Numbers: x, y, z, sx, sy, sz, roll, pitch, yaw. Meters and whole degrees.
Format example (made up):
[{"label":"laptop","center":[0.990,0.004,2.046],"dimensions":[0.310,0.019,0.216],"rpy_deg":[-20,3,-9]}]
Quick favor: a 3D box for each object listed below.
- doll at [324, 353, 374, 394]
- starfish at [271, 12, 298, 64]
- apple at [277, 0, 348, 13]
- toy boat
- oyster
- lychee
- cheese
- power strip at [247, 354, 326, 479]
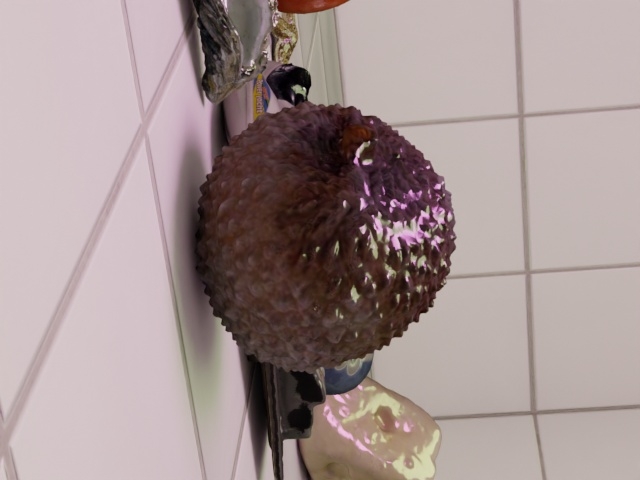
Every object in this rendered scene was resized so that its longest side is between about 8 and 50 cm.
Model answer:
[{"label":"doll","center":[0.006,0.108,2.120],"dimensions":[0.228,0.154,0.258],"rpy_deg":[32,38,-42]},{"label":"starfish","center":[-0.064,-0.344,2.304],"dimensions":[0.217,0.050,0.224],"rpy_deg":[29,51,-75]},{"label":"apple","center":[-0.028,-0.420,1.885],"dimensions":[0.218,0.201,0.218],"rpy_deg":[172,-90,-88]},{"label":"toy boat","center":[-0.059,-0.156,1.726],"dimensions":[0.269,0.140,0.141],"rpy_deg":[-111,-168,-56]},{"label":"oyster","center":[-0.106,-0.302,1.531],"dimensions":[0.252,0.087,0.199],"rpy_deg":[67,28,-52]},{"label":"lychee","center":[0.005,-0.002,1.477],"dimensions":[0.300,0.300,0.300],"rpy_deg":[-4,90,-85]},{"label":"cheese","center":[0.036,0.338,2.335],"dimensions":[0.248,0.251,0.174],"rpy_deg":[39,49,-30]},{"label":"power strip","center":[-0.042,0.160,1.856],"dimensions":[0.257,0.092,0.251],"rpy_deg":[-92,172,-65]}]
